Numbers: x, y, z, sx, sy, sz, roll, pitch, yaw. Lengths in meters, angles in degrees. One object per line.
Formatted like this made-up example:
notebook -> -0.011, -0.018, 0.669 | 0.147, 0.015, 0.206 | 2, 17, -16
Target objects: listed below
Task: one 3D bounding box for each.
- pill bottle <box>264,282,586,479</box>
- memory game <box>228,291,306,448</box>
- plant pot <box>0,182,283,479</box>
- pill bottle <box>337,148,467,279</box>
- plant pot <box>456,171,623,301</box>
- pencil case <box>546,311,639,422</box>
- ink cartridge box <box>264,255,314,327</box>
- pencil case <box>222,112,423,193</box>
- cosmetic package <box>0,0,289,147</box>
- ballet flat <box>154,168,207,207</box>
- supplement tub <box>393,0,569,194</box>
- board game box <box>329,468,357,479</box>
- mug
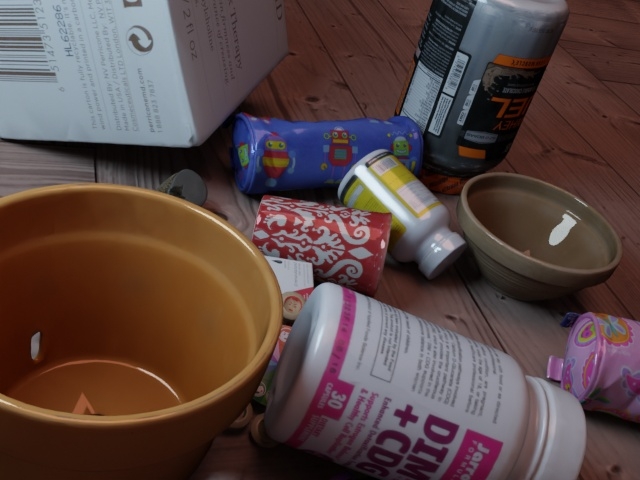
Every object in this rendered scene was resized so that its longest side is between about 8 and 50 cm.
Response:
pill bottle -> 0.102, 0.163, 0.748 | 0.282, 0.160, 0.160 | 22, 34, -8
memory game -> -0.041, 0.134, 0.821 | 0.186, 0.012, 0.186 | 9, 56, -13
plant pot -> -0.193, 0.111, 0.677 | 0.290, 0.204, 0.291 | 11, 36, -8
pill bottle -> 0.118, -0.035, 1.080 | 0.103, 0.103, 0.184 | -24, 65, -43
plant pot -> 0.300, 0.009, 1.101 | 0.237, 0.110, 0.237 | 11, 36, -8
pencil case -> 0.431, 0.174, 0.926 | 0.283, 0.124, 0.124 | 14, 35, -3
ink cartridge box -> -0.079, 0.066, 0.913 | 0.135, 0.056, 0.099 | 9, 36, -11
pencil case -> 0.004, -0.134, 1.169 | 0.305, 0.120, 0.133 | -3, 2, -25
cosmetic package -> -0.273, -0.368, 1.123 | 0.327, 0.330, 0.394 | 4, 33, 17
ballet flat -> -0.220, -0.008, 0.966 | 0.084, 0.058, 0.250 | 48, 37, -18
supplement tub -> 0.245, -0.258, 1.243 | 0.207, 0.338, 0.207 | 11, 36, -8
board game box -> -0.033, 0.335, 0.575 | 0.346, 0.056, 0.208 | -21, 46, -41
mug -> -0.002, 0.008, 1.009 | 0.169, 0.150, 0.113 | 12, 71, 0
